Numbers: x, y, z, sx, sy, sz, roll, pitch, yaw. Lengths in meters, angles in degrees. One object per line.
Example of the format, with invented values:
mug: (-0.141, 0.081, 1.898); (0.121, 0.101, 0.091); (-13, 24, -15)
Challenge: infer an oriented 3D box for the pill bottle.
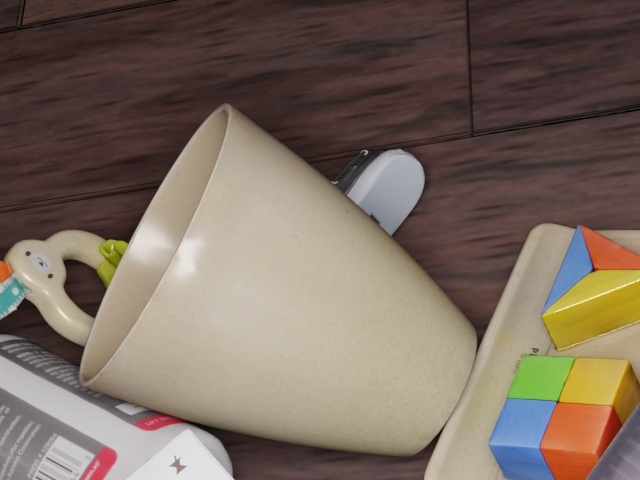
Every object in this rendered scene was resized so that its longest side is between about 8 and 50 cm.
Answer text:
pill bottle: (-0.246, 0.185, 1.515); (0.318, 0.176, 0.176); (23, 66, 31)

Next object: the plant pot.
plant pot: (-0.019, 0.064, 1.459); (0.274, 0.256, 0.256); (28, 61, -14)

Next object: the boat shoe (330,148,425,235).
boat shoe: (0.000, 0.000, 1.627); (0.228, 0.080, 0.076); (-52, 36, -13)

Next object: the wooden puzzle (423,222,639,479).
wooden puzzle: (0.282, 0.094, 1.402); (0.348, 0.080, 0.322); (4, 47, 30)

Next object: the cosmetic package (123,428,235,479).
cosmetic package: (-0.175, 0.346, 1.309); (0.377, 0.284, 0.097); (-40, 53, -10)

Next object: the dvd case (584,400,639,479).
dvd case: (0.264, 0.204, 1.255); (0.164, 0.018, 0.221); (34, 87, 24)

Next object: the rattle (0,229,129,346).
rattle: (-0.214, 0.021, 1.592); (0.143, 0.200, 0.130); (-23, 58, 43)
